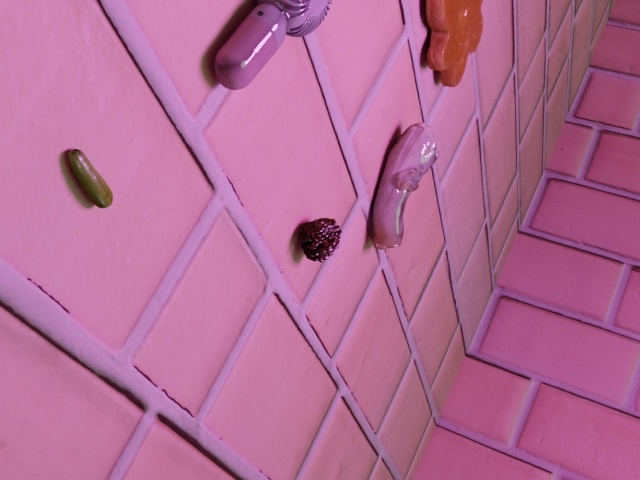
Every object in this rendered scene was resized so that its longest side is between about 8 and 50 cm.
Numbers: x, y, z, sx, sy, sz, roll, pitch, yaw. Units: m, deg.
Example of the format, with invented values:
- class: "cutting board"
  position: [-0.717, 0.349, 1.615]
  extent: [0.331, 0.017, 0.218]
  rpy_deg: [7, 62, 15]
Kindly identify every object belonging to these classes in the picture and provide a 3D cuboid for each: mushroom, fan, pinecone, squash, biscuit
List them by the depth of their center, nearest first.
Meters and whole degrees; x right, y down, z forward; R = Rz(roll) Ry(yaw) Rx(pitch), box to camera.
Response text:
- class: "squash"
  position: [-0.246, -0.064, 0.854]
  extent: [0.027, 0.027, 0.089]
  rpy_deg: [-61, 153, -24]
- class: "fan"
  position: [-0.060, -0.296, 1.045]
  extent: [0.244, 0.074, 0.130]
  rpy_deg: [-55, 163, -23]
- class: "pinecone"
  position: [0.000, 0.000, 1.382]
  extent: [0.077, 0.077, 0.083]
  rpy_deg: [-52, 149, -38]
- class: "mushroom"
  position: [0.166, -0.111, 1.656]
  extent: [0.096, 0.099, 0.278]
  rpy_deg: [10, 103, -53]
- class: "biscuit"
  position: [0.279, -0.489, 1.667]
  extent: [0.275, 0.052, 0.355]
  rpy_deg: [-64, 155, -18]
